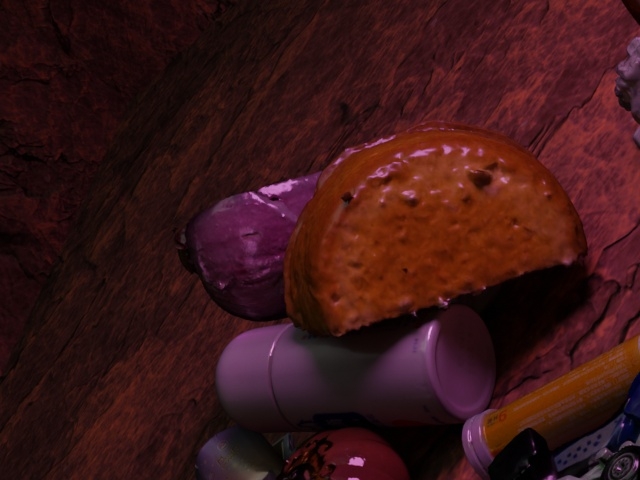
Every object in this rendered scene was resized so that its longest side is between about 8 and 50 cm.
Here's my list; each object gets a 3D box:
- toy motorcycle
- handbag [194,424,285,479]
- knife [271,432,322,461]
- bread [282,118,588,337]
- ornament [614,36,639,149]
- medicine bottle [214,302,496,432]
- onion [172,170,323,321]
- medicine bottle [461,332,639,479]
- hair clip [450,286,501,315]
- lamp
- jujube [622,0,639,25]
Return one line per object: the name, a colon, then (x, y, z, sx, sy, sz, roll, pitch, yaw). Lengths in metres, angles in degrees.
toy motorcycle: (0.288, 0.150, 1.131, 0.331, 0.125, 0.196, -42, 21, 19)
handbag: (-0.093, 0.302, 1.706, 0.117, 0.095, 0.173, -54, 36, 5)
knife: (-0.040, 0.276, 1.758, 0.343, 0.027, 0.061, -41, 40, 36)
bread: (0.109, -0.028, 1.486, 0.340, 0.179, 0.194, -16, 10, -1)
ornament: (0.372, -0.126, 1.387, 0.130, 0.120, 0.285, -39, 25, 21)
medicine bottle: (0.022, 0.149, 1.563, 0.341, 0.130, 0.130, -9, 45, 40)
onion: (0.000, 0.000, 1.736, 0.349, 0.159, 0.267, -19, -2, -1)
medicine bottle: (0.233, 0.156, 1.299, 0.218, 0.074, 0.074, -36, 26, 37)
hair clip: (0.110, 0.076, 1.629, 0.218, 0.159, 0.071, -15, -6, 19)
lamp: (0.011, 0.279, 1.484, 0.182, 0.140, 0.182, -41, 22, 21)
jujube: (0.417, -0.311, 1.291, 0.318, 0.223, 0.223, -29, 30, 32)
